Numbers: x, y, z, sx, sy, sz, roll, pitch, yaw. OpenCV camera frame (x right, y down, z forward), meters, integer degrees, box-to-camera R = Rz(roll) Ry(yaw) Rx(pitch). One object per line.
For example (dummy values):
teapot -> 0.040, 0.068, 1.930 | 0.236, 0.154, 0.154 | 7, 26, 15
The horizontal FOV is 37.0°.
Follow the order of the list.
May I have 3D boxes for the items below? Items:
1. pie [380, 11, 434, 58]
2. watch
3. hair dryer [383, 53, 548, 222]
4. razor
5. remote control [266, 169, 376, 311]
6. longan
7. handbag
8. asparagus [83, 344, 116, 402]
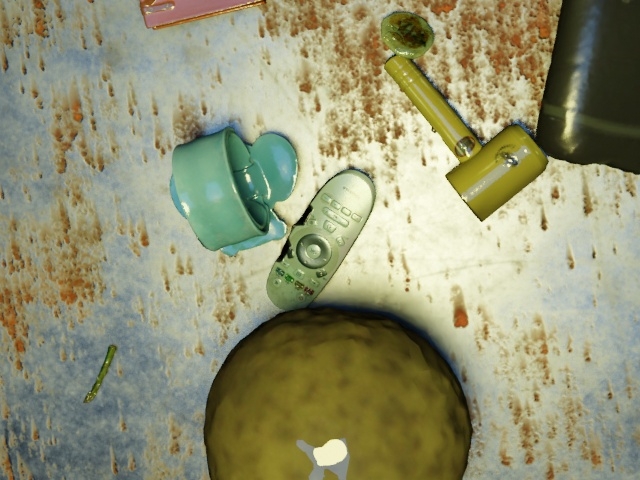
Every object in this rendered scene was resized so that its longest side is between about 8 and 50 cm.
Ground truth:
pie -> 0.128, -0.309, 1.430 | 0.085, 0.017, 0.085 | 4, 63, -8
watch -> -0.137, -0.068, 1.429 | 0.211, 0.193, 0.211 | 1, 97, 10
hair dryer -> 0.205, -0.176, 1.428 | 0.135, 0.090, 0.279 | -40, 85, 12
razor -> 0.419, -0.272, 1.348 | 0.204, 0.113, 0.349 | 4, 99, -15
remote control -> -0.001, 0.001, 1.497 | 0.097, 0.045, 0.256 | 36, 104, 3
longan -> 0.023, 0.282, 1.374 | 0.391, 0.391, 0.391 | 1, 98, 8
handbag -> -0.189, -0.403, 1.457 | 0.190, 0.063, 0.127 | -11, 97, 7
asparagus -> -0.368, 0.226, 1.594 | 0.015, 0.014, 0.114 | 34, 102, 36
